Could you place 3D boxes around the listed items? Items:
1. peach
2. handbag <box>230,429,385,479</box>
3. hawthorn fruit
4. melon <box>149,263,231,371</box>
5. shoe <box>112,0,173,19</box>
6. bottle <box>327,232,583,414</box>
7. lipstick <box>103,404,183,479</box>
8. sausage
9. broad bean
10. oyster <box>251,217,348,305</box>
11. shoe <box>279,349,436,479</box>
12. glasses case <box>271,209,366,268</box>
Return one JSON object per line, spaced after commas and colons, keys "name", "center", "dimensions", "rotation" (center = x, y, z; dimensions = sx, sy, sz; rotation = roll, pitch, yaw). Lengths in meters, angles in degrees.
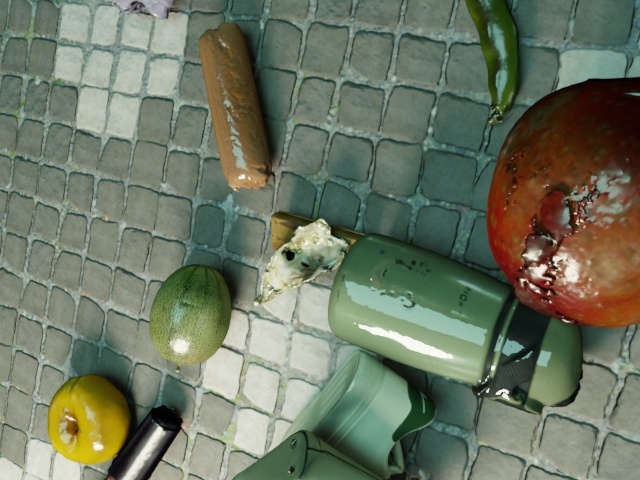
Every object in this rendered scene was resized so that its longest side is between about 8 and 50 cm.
{"name": "peach", "center": [-0.449, 0.344, 1.305], "dimensions": [0.179, 0.103, 0.179], "rotation": [3, 96, 25]}
{"name": "handbag", "center": [0.027, 0.418, 0.975], "dimensions": [0.315, 0.109, 0.241], "rotation": [41, 116, -19]}
{"name": "hawthorn fruit", "center": [0.347, -0.047, 0.781], "dimensions": [0.316, 0.316, 0.315], "rotation": [1, 91, 28]}
{"name": "melon", "center": [-0.224, 0.134, 1.162], "dimensions": [0.139, 0.139, 0.192], "rotation": [17, 96, 26]}
{"name": "shoe", "center": [-0.363, -0.484, 1.248], "dimensions": [0.245, 0.095, 0.137], "rotation": [11, 94, 21]}
{"name": "bottle", "center": [0.190, 0.115, 0.932], "dimensions": [0.347, 0.168, 0.168], "rotation": [20, 100, 23]}
{"name": "lipstick", "center": [-0.390, 0.478, 1.292], "dimensions": [0.077, 0.077, 0.418], "rotation": [43, 111, 20]}
{"name": "sausage", "center": [-0.145, -0.226, 1.143], "dimensions": [0.086, 0.086, 0.288], "rotation": [-15, 85, 27]}
{"name": "broad bean", "center": [0.246, -0.295, 0.959], "dimensions": [0.065, 0.046, 0.254], "rotation": [-13, 86, 40]}
{"name": "oyster", "center": [-0.037, 0.032, 1.087], "dimensions": [0.200, 0.061, 0.106], "rotation": [-18, 93, 34]}
{"name": "shoe", "center": [0.039, 0.329, 1.050], "dimensions": [0.160, 0.131, 0.363], "rotation": [28, 121, -7]}
{"name": "glasses case", "center": [0.000, 0.000, 1.093], "dimensions": [0.170, 0.041, 0.064], "rotation": [16, 124, 27]}
